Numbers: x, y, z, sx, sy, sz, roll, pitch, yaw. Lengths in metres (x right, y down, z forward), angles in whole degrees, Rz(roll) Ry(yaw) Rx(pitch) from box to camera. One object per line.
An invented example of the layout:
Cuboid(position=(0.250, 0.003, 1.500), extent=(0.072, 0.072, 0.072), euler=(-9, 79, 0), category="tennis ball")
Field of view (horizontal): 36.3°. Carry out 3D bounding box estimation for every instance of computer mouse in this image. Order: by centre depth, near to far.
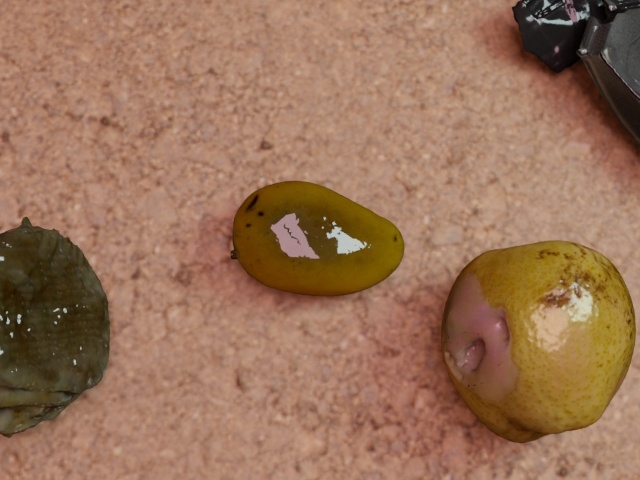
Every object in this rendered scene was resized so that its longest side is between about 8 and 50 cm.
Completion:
Cuboid(position=(0.334, -0.138, 0.942), extent=(0.126, 0.071, 0.231), euler=(-40, 86, -23), category="computer mouse")

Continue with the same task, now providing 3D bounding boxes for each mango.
Cuboid(position=(0.000, 0.000, 0.886), extent=(0.161, 0.076, 0.103), euler=(9, 70, -11), category="mango")

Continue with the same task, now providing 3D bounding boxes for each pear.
Cuboid(position=(0.184, 0.087, 0.833), extent=(0.178, 0.178, 0.178), euler=(1, 77, -4), category="pear")

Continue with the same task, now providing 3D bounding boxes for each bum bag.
Cuboid(position=(0.272, -0.243, 0.975), extent=(0.198, 0.049, 0.087), euler=(-37, 102, -15), category="bum bag")

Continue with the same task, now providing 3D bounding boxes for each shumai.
Cuboid(position=(-0.278, 0.078, 0.837), extent=(0.142, 0.184, 0.184), euler=(-13, 77, 23), category="shumai")
